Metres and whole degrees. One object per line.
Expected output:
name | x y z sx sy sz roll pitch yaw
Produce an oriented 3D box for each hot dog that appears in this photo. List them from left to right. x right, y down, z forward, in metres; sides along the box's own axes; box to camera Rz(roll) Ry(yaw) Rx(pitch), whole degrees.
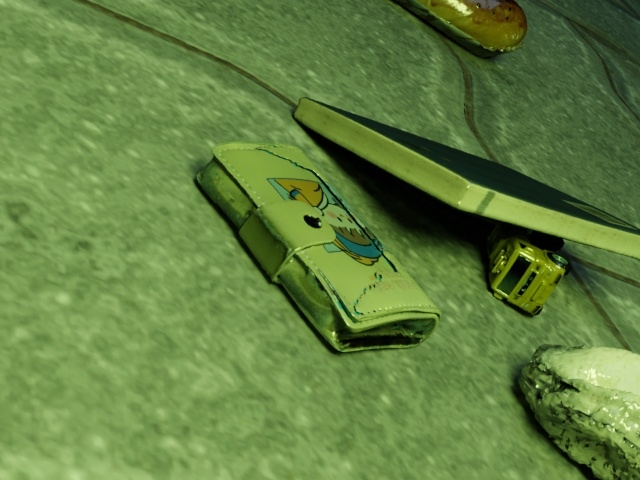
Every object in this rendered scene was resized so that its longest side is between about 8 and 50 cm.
hot dog | 0.136 -0.318 1.429 0.270 0.082 0.162 29 24 -19

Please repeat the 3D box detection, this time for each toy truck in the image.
toy truck | 0.158 0.018 0.911 0.054 0.049 0.083 29 22 -7

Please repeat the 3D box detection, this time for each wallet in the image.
wallet | 0.000 0.000 0.732 0.155 0.039 0.110 50 25 24

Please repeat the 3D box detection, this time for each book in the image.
book | 0.130 -0.046 0.943 0.269 0.025 0.191 12 15 -45

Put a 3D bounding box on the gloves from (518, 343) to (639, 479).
gloves | 0.196 0.120 0.758 0.153 0.070 0.114 34 28 23
